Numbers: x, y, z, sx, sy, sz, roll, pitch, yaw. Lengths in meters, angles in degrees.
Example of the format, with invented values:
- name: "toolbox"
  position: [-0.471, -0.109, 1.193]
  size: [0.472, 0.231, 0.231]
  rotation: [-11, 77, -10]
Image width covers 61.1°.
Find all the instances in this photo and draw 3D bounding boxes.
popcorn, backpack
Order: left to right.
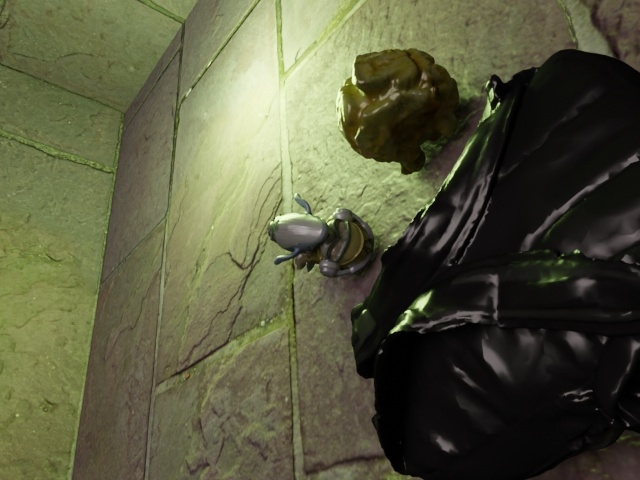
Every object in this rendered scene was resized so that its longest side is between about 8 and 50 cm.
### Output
- name: "popcorn"
  position: [0.118, -0.202, 0.841]
  size: [0.167, 0.187, 0.185]
  rotation: [-62, -6, -70]
- name: "backpack"
  position: [0.200, 0.054, 0.540]
  size: [0.445, 0.255, 0.363]
  rotation: [-55, 31, 28]

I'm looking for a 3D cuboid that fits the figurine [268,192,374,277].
- name: "figurine"
  position: [0.000, 0.000, 0.944]
  size: [0.208, 0.184, 0.128]
  rotation: [85, -159, -81]
